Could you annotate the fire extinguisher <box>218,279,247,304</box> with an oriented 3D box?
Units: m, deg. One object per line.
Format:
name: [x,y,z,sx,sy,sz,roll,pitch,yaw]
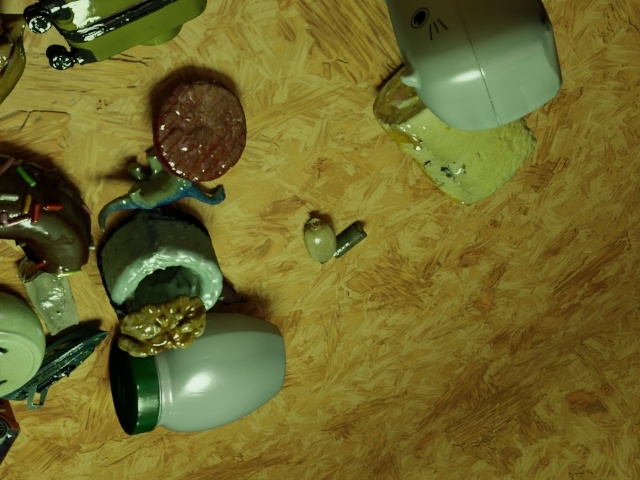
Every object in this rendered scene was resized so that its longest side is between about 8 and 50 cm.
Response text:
fire extinguisher: [-0.224,0.105,1.632,0.064,0.043,0.158,-10,147,19]

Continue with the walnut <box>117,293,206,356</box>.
walnut: [-0.289,0.167,1.387,0.170,0.069,0.143,-14,141,-27]

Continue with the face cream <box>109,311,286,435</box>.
face cream: [-0.270,0.299,1.666,0.357,0.219,0.312,-5,135,-31]

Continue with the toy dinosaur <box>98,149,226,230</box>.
toy dinosaur: [-0.287,-0.067,1.355,0.247,0.075,0.188,-46,144,-22]

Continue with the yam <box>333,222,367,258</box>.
yam: [0.064,0.000,1.728,0.094,0.043,0.043,-38,143,8]

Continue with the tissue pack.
tissue pack: [0.238,-0.350,1.230,0.236,0.333,0.229,-20,146,15]

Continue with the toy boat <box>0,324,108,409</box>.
toy boat: [-0.541,0.255,1.523,0.246,0.103,0.093,-34,168,-8]

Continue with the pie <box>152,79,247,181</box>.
pie: [-0.205,-0.186,1.269,0.182,0.050,0.182,-16,118,-33]

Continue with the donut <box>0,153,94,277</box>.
donut: [-0.547,-0.005,1.199,0.345,0.136,0.259,-25,145,-14]

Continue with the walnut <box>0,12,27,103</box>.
walnut: [-0.488,-0.225,0.999,0.245,0.137,0.137,-44,142,7]

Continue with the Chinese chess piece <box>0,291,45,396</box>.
Chinese chess piece: [-0.640,0.201,1.370,0.250,0.101,0.250,-19,145,-14]

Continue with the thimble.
thimble: [-0.306,0.052,1.423,0.237,0.150,0.237,-18,141,-15]

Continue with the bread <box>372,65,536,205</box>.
bread: [0.281,-0.231,1.530,0.236,0.165,0.375,-44,142,7]

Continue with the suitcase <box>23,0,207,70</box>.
suitcase: [-0.275,-0.344,0.971,0.235,0.194,0.143,-27,151,-9]

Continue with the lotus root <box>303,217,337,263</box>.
lotus root: [0.000,0.000,1.662,0.073,0.062,0.150,-26,140,-8]

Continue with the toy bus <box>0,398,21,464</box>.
toy bus: [-0.773,0.375,1.438,0.329,0.153,0.143,10,124,-45]

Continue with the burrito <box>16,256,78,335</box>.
burrito: [-0.508,0.103,1.404,0.087,0.060,0.226,-20,141,-19]
